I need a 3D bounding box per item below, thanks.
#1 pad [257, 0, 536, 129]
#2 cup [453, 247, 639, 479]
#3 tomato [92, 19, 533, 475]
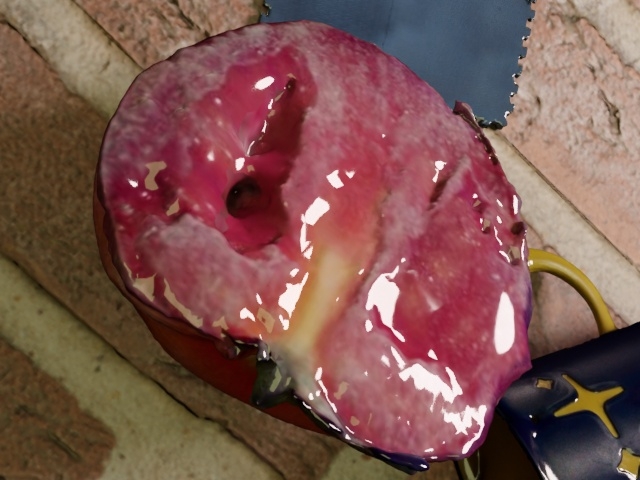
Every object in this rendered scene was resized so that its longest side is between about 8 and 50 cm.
[{"bbox_3d":[0.091,-0.266,0.542,0.269,0.012,0.269,17,84,-7],"label":"pad"},{"bbox_3d":[0.246,0.122,0.463,0.257,0.178,0.254,-17,91,-11],"label":"cup"},{"bbox_3d":[0.003,0.004,0.438,0.335,0.176,0.289,33,62,-6],"label":"tomato"}]
